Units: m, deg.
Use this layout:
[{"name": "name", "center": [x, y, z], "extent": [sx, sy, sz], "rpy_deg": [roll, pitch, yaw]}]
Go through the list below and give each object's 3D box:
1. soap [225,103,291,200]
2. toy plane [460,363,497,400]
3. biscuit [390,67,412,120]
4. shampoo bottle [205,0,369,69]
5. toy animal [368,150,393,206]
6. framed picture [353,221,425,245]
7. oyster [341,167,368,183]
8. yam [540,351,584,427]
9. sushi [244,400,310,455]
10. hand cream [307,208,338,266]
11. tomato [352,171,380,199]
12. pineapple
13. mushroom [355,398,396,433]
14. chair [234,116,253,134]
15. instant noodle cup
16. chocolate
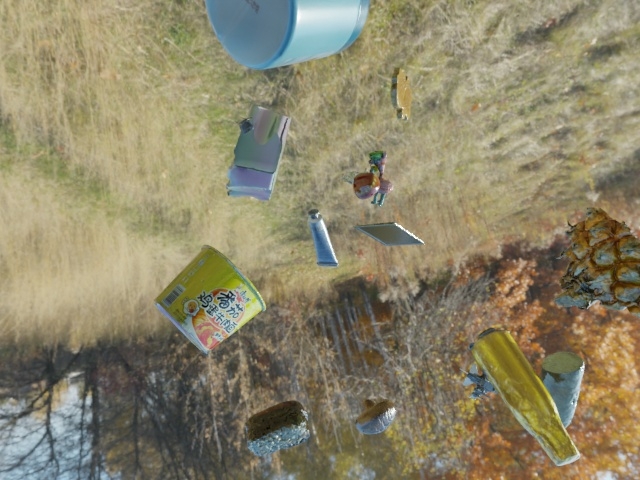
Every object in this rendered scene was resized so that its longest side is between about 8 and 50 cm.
[{"name": "soap", "center": [-0.212, -0.316, 1.483], "extent": [0.156, 0.446, 0.261], "rpy_deg": [15, 132, -8]}, {"name": "toy plane", "center": [0.663, 0.569, 1.640], "extent": [0.234, 0.160, 0.082], "rpy_deg": [28, 178, 5]}, {"name": "biscuit", "center": [0.293, -0.531, 1.527], "extent": [0.036, 0.166, 0.225], "rpy_deg": [8, 179, 25]}, {"name": "shampoo bottle", "center": [-0.089, -0.667, 1.151], "extent": [0.331, 0.331, 0.342], "rpy_deg": [-23, -171, 46]}, {"name": "toy animal", "center": [0.219, -0.233, 1.579], "extent": [0.100, 0.208, 0.103], "rpy_deg": [13, -157, 41]}, {"name": "framed picture", "center": [0.284, -0.025, 1.707], "extent": [0.197, 0.014, 0.252], "rpy_deg": [-4, 159, 41]}, {"name": "oyster", "center": [0.133, -0.240, 1.645], "extent": [0.106, 0.061, 0.200], "rpy_deg": [3, 180, 6]}, {"name": "yam", "center": [0.859, 0.552, 1.506], "extent": [0.133, 0.330, 0.133], "rpy_deg": [-7, -155, 3]}, {"name": "sushi", "center": [-0.151, 0.669, 1.481], "extent": [0.225, 0.126, 0.136], "rpy_deg": [-22, 128, -4]}, {"name": "hand cream", "center": [0.000, 0.000, 1.529], "extent": [0.088, 0.256, 0.055], "rpy_deg": [-1, -143, 20]}, {"name": "tomato", "center": [0.138, -0.170, 1.269], "extent": [0.087, 0.075, 0.087], "rpy_deg": [-26, -155, 13]}, {"name": "pineapple", "center": [0.488, 0.034, 0.759], "extent": [0.164, 0.140, 0.250], "rpy_deg": [-24, -152, 24]}, {"name": "mushroom", "center": [0.151, 0.477, 1.131], "extent": [0.126, 0.085, 0.109], "rpy_deg": [-14, 175, -35]}, {"name": "chair", "center": [-0.210, -0.322, 1.171], "extent": [0.037, 0.042, 0.086], "rpy_deg": [-40, -150, -12]}, {"name": "instant noodle cup", "center": [-0.307, 0.170, 1.145], "extent": [0.200, 0.264, 0.264], "rpy_deg": [-46, -176, -24]}, {"name": "chocolate", "center": [0.670, 0.507, 1.383], "extent": [0.162, 0.445, 0.162], "rpy_deg": [-9, 132, -10]}]
